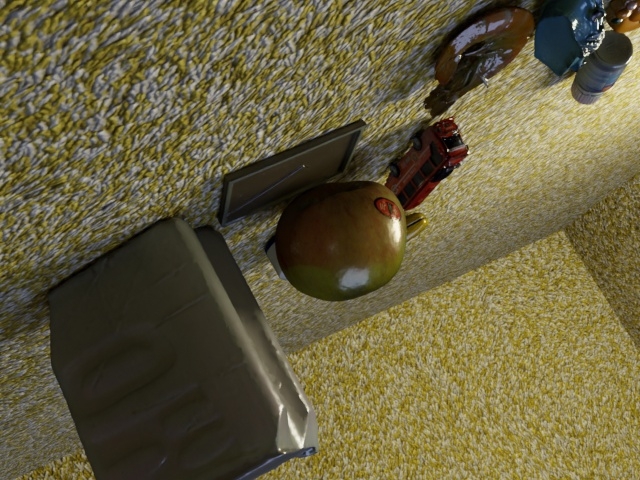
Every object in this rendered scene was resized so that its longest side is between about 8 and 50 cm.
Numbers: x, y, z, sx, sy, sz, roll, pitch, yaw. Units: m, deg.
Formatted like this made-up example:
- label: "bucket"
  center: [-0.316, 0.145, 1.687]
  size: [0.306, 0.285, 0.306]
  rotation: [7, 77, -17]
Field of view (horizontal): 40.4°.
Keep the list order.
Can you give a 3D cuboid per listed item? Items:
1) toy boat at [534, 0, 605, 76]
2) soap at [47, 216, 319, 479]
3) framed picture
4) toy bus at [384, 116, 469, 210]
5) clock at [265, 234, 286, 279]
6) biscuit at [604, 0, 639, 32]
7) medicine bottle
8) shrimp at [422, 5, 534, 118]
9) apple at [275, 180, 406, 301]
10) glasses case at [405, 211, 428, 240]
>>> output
- label: "toy boat"
  center: [0.403, -0.346, 1.378]
  size: [0.098, 0.109, 0.238]
  rotation: [-49, 169, -2]
- label: "soap"
  center: [-0.246, 0.228, 1.449]
  size: [0.350, 0.435, 0.213]
  rotation: [-29, 167, 11]
- label: "framed picture"
  center: [-0.050, -0.109, 1.472]
  size: [0.260, 0.023, 0.189]
  rotation: [-24, 166, -17]
- label: "toy bus"
  center: [0.203, -0.147, 1.694]
  size: [0.073, 0.096, 0.235]
  rotation: [-24, 167, -29]
- label: "clock"
  center: [0.000, 0.000, 1.850]
  size: [0.230, 0.083, 0.230]
  rotation: [-29, 167, -7]
- label: "biscuit"
  center: [0.584, -0.423, 1.547]
  size: [0.170, 0.050, 0.170]
  rotation: [-27, 165, -8]
- label: "medicine bottle"
  center: [0.551, -0.337, 1.727]
  size: [0.083, 0.083, 0.203]
  rotation: [-28, 168, -5]
- label: "shrimp"
  center: [0.233, -0.277, 1.363]
  size: [0.150, 0.068, 0.248]
  rotation: [-6, 151, -29]
- label: "apple"
  center: [0.039, -0.002, 1.583]
  size: [0.261, 0.194, 0.261]
  rotation: [-10, -166, 3]
- label: "glasses case"
  center: [0.168, 0.001, 2.215]
  size: [0.234, 0.064, 0.079]
  rotation: [-31, 167, 10]
